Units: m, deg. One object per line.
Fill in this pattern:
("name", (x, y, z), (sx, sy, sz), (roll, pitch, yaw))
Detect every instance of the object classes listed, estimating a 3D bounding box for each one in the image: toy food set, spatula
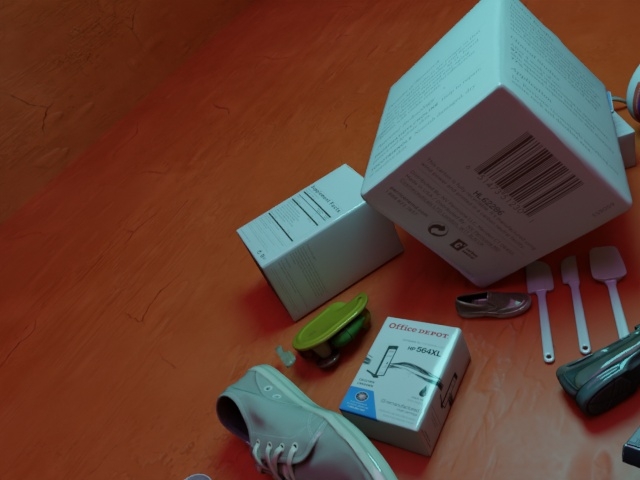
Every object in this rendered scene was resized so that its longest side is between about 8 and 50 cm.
("toy food set", (0.019, 0.192, 1.170), (0.218, 0.071, 0.128), (-36, 14, -16))
("spatula", (0.454, 0.106, 1.044), (0.168, 0.019, 0.242), (-9, 39, 20))

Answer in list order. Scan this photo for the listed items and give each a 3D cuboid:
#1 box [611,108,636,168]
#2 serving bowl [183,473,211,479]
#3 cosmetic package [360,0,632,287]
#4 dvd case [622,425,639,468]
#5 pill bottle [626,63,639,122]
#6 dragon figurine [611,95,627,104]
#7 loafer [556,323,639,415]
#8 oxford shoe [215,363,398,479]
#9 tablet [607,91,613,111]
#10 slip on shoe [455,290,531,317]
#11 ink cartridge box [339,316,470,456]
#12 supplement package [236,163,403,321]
("box", (0.583, -0.221, 1.301), (0.130, 0.091, 0.170), (-18, 37, 10))
("serving bowl", (-0.215, 0.446, 1.024), (0.083, 0.027, 0.083), (-16, 38, 13))
("cosmetic package", (0.327, -0.195, 1.138), (0.327, 0.329, 0.393), (-39, 23, 41))
("dvd case", (0.490, 0.250, 0.718), (0.179, 0.029, 0.239), (11, 11, 40))
("pill bottle", (0.777, -0.262, 1.161), (0.182, 0.181, 0.323), (-28, 37, -2))
("dragon figurine", (0.584, -0.350, 1.463), (0.289, 0.085, 0.144), (-13, 39, 19))
("loafer", (0.482, 0.158, 0.901), (0.268, 0.096, 0.084), (-31, 37, -3))
("oxford shoe", (-0.030, 0.331, 0.930), (0.130, 0.169, 0.449), (-26, 25, -29))
("tablet", (0.606, -0.298, 1.299), (0.054, 0.006, 0.083), (-6, 40, 24))
("slip on shoe", (0.316, 0.112, 1.098), (0.135, 0.041, 0.051), (-6, 41, 26))
("ink cartridge box", (0.147, 0.238, 1.011), (0.148, 0.086, 0.203), (5, 47, 35))
("supplement package", (0.000, 0.000, 1.311), (0.293, 0.177, 0.175), (-32, 36, -8))
